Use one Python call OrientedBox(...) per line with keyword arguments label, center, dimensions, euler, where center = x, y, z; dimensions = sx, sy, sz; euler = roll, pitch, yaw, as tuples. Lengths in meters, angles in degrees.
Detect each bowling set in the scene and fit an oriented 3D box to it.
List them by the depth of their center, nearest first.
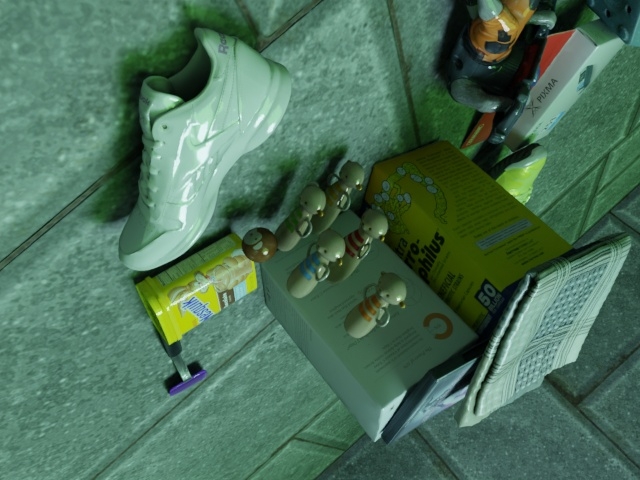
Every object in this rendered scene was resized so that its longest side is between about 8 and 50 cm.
OrientedBox(label="bowling set", center=(0.000, 0.000, 0.826), dimensions=(0.200, 0.287, 0.154), euler=(8, 135, -39))

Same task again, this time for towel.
OrientedBox(label="towel", center=(0.377, 0.153, 0.909), dimensions=(0.312, 0.056, 0.324), euler=(-14, 130, -39))

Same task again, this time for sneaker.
OrientedBox(label="sneaker", center=(-0.170, -0.104, 0.636), dimensions=(0.152, 0.114, 0.305), euler=(24, 106, -45))
OrientedBox(label="sneaker", center=(0.441, -0.080, 1.327), dimensions=(0.145, 0.147, 0.385), euler=(-26, 157, -29))

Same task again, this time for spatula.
OrientedBox(label="spatula", center=(-0.262, 0.226, 1.018), dimensions=(0.084, 0.030, 0.296), euler=(-29, 149, -21))

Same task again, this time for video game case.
OrientedBox(label="video game case", center=(0.239, 0.235, 0.933), dimensions=(0.274, 0.026, 0.196), euler=(-16, 143, -38))

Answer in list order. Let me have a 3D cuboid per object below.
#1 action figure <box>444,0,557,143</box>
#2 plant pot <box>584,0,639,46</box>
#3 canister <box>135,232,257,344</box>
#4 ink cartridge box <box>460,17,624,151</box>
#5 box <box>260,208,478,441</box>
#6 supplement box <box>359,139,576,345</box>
OrientedBox(label="action figure", center=(0.282, -0.349, 0.863), dimensions=(0.330, 0.178, 0.341), euler=(89, 24, -61))
OrientedBox(label="plant pot", center=(0.631, -0.494, 0.972), dimensions=(0.252, 0.248, 0.247), euler=(-26, 152, 3))
OrientedBox(label="canister", center=(-0.188, 0.073, 0.862), dimensions=(0.170, 0.073, 0.126), euler=(-32, 149, -23))
OrientedBox(label="ink cartridge box", center=(0.458, -0.302, 1.131), dimensions=(0.261, 0.066, 0.296), euler=(-26, 158, -30))
OrientedBox(label="box", center=(0.075, 0.145, 1.006), dimensions=(0.215, 0.345, 0.168), euler=(-30, 149, -21))
OrientedBox(label="supplement box", center=(0.258, 0.006, 1.034), dimensions=(0.195, 0.356, 0.194), euler=(-22, 145, -29))
